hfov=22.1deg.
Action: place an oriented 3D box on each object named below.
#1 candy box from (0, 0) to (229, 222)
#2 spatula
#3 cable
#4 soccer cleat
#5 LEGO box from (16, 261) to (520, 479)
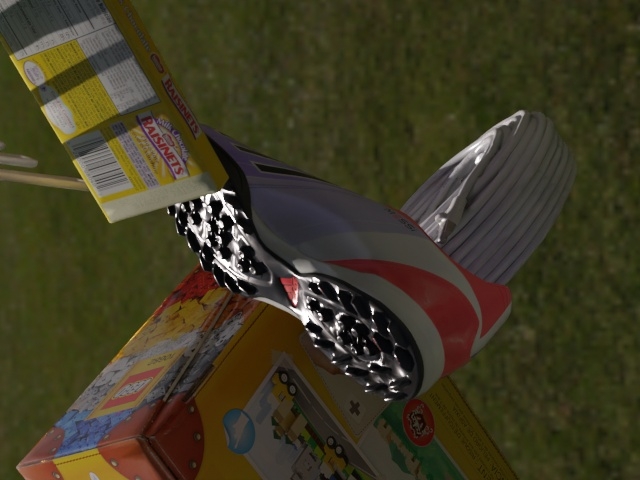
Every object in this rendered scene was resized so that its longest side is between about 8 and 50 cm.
[{"bbox_3d":[-0.156,-0.112,1.160,0.206,0.105,0.027,62,-148,-21],"label":"candy box"},{"bbox_3d":[-0.295,-0.065,1.223,0.168,0.242,0.019,22,99,39],"label":"spatula"},{"bbox_3d":[0.131,-0.012,1.511,0.089,0.257,0.257,44,154,-5],"label":"cable"},{"bbox_3d":[0.000,0.000,1.228,0.318,0.116,0.108,37,138,34],"label":"soccer cleat"},{"bbox_3d":[0.000,0.282,1.644,0.193,0.372,0.500,-19,112,42],"label":"LEGO box"}]
